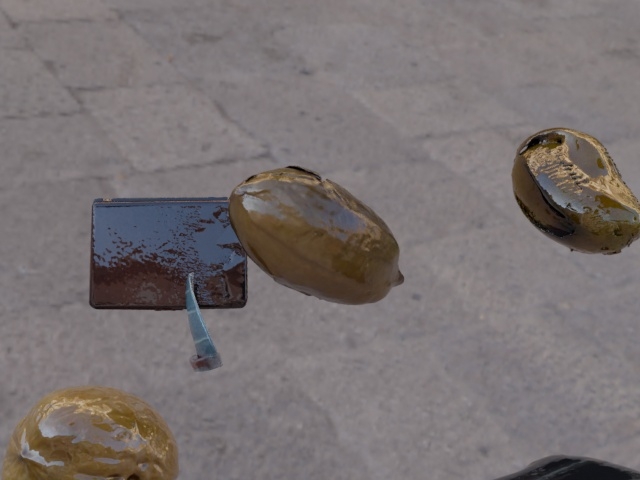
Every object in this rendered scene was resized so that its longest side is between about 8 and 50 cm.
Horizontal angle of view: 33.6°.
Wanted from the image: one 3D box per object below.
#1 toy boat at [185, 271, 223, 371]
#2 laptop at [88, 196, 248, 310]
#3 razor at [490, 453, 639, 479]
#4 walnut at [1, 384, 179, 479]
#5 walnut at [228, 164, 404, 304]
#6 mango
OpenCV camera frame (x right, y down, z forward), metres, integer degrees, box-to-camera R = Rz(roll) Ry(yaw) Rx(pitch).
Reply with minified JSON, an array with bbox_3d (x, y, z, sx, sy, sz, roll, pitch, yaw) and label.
[{"bbox_3d":[-0.153,0.101,1.315,0.034,0.122,0.096,-13,-1,-22],"label":"toy boat"},{"bbox_3d":[-0.199,0.018,1.397,0.207,0.154,0.026,-1,-11,-2],"label":"laptop"},{"bbox_3d":[0.301,0.300,0.989,0.204,0.114,0.349,-16,17,-35],"label":"razor"},{"bbox_3d":[-0.286,0.279,1.320,0.195,0.195,0.221,40,7,40],"label":"walnut"},{"bbox_3d":[0.000,0.000,1.165,0.245,0.137,0.137,35,17,-31],"label":"walnut"},{"bbox_3d":[0.383,-0.071,1.573,0.151,0.156,0.249,26,17,-37],"label":"mango"}]
